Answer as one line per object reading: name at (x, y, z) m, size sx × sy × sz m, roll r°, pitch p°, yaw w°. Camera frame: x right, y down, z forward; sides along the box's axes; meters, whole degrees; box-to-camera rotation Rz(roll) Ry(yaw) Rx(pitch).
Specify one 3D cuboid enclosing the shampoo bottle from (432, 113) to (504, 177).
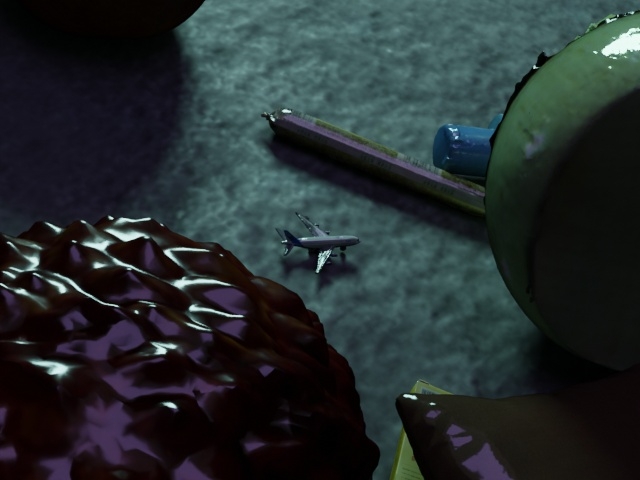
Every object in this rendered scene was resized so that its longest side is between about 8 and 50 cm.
shampoo bottle at (0.243, -0.085, 1.709) m, size 0.258 × 0.061 × 0.104 m, roll 5°, pitch 47°, yaw -19°

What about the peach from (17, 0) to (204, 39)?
peach at (-0.209, -0.325, 1.625) m, size 0.252 × 0.252 × 0.252 m, roll 12°, pitch 45°, yaw -12°

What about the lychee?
lychee at (-0.135, 0.184, 1.030) m, size 0.499 × 0.425 × 0.425 m, roll 5°, pitch 46°, yaw -7°

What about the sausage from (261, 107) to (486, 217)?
sausage at (0.065, -0.079, 1.647) m, size 0.269 × 0.033 × 0.033 m, roll 22°, pitch 43°, yaw -2°

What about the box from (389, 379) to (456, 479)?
box at (0.102, 0.190, 1.412) m, size 0.073 × 0.020 × 0.149 m, roll 22°, pitch 43°, yaw -3°

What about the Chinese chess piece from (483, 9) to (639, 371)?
Chinese chess piece at (0.323, -0.044, 1.501) m, size 0.349 × 0.349 × 0.146 m, roll 8°, pitch 27°, yaw -16°

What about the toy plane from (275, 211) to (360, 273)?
toy plane at (-0.002, 0.002, 1.547) m, size 0.084 × 0.024 × 0.078 m, roll 6°, pitch 45°, yaw -27°

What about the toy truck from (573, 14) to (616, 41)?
toy truck at (0.337, -0.203, 1.853) m, size 0.100 × 0.077 × 0.169 m, roll 38°, pitch 46°, yaw 10°

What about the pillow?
pillow at (0.237, 0.241, 1.351) m, size 0.307 × 0.108 × 0.305 m, roll -5°, pitch 54°, yaw -32°
